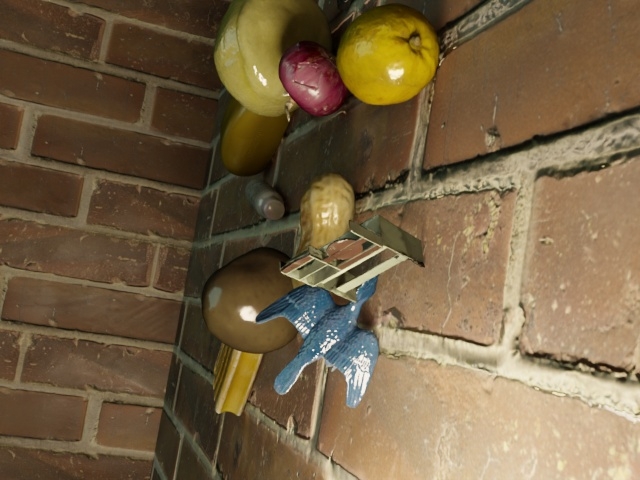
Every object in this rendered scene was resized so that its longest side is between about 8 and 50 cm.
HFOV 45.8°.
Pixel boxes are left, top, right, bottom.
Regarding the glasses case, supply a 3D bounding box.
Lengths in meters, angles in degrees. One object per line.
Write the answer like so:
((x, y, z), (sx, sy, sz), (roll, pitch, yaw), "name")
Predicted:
((-0.200, -0.329, 2.244), (0.371, 0.173, 0.141), (123, 149, -49), "glasses case")

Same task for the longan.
((-0.148, 0.136, 1.685), (0.215, 0.246, 0.245), (-22, 53, 33), "longan")

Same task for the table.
((0.047, 0.022, 1.162), (0.146, 0.175, 0.062), (-31, 48, 33), "table")

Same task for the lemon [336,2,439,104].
((0.112, -0.308, 1.266), (0.207, 0.170, 0.169), (-169, 90, -74), "lemon")

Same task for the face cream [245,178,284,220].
((-0.153, -0.111, 2.116), (0.269, 0.082, 0.081), (-132, 55, -69), "face cream")

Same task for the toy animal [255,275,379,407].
((0.011, 0.157, 1.314), (0.255, 0.239, 0.176), (-43, -28, -20), "toy animal")

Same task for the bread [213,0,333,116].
((-0.120, -0.465, 1.868), (0.237, 0.321, 0.320), (-24, 55, 49), "bread")

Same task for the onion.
((-0.016, -0.358, 1.685), (0.153, 0.177, 0.177), (-19, 58, 41), "onion")

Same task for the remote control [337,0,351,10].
((0.058, -0.666, 1.890), (0.063, 0.025, 0.245), (122, 153, -47), "remote control")

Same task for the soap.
((-0.222, 0.320, 2.054), (0.173, 0.089, 0.274), (-107, 32, -54), "soap")

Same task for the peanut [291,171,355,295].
((0.000, 0.000, 1.513), (0.125, 0.111, 0.274), (-170, 91, -77), "peanut")
